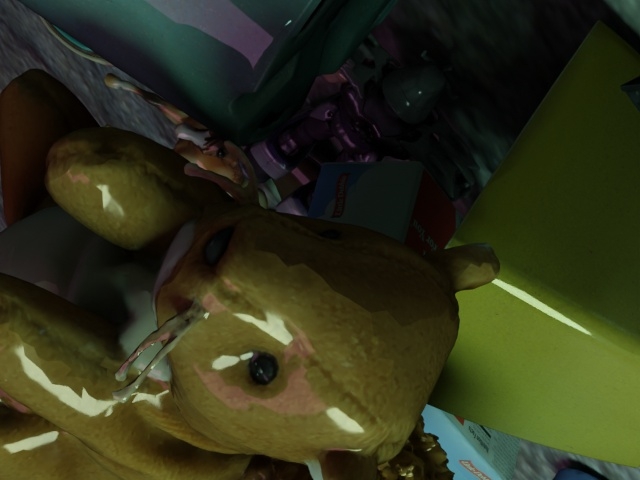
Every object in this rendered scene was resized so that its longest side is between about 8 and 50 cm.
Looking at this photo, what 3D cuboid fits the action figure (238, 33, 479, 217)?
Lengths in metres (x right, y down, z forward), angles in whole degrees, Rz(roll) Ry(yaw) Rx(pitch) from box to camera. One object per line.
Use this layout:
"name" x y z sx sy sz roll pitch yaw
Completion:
"action figure" 0.028 -0.090 1.432 0.185 0.099 0.285 58 148 -1

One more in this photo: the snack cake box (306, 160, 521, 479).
"snack cake box" 0.076 0.071 1.394 0.089 0.152 0.264 1 149 31

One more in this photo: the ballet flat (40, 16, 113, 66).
"ballet flat" -0.170 -0.183 1.674 0.248 0.086 0.086 35 152 30

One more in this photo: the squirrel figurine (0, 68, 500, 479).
"squirrel figurine" -0.038 0.090 1.117 0.370 0.281 0.397 -5 136 46

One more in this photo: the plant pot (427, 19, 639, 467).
"plant pot" 0.184 0.025 1.193 0.187 0.212 0.212 32 151 5

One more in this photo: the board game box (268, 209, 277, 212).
"board game box" -0.028 0.021 1.758 0.181 0.043 0.092 11 134 56

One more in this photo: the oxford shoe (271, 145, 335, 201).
"oxford shoe" 0.000 0.000 1.612 0.227 0.096 0.083 58 158 -13

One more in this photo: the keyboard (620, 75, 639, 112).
"keyboard" 0.275 -0.085 0.973 0.201 0.033 0.317 51 158 -19

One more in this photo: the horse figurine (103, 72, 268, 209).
"horse figurine" -0.112 -0.053 1.672 0.174 0.066 0.263 23 153 27

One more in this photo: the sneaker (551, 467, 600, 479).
"sneaker" 0.272 0.303 1.577 0.232 0.090 0.081 43 156 16

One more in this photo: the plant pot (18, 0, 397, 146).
"plant pot" -0.100 -0.256 1.151 0.334 0.341 0.341 40 156 6
